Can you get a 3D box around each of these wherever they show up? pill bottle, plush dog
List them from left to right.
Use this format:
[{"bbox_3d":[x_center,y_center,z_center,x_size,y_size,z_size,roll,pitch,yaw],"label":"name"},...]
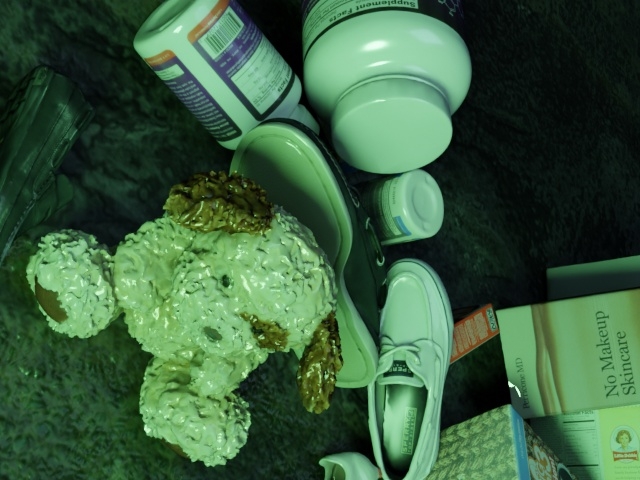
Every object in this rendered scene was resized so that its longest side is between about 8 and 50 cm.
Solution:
[{"bbox_3d":[-0.082,0.045,0.845,0.262,0.225,0.210,56,46,-22],"label":"plush dog"},{"bbox_3d":[-0.088,-0.161,0.982,0.193,0.108,0.108,49,48,-28],"label":"pill bottle"},{"bbox_3d":[0.063,-0.031,1.091,0.078,0.137,0.078,14,71,-46],"label":"pill bottle"},{"bbox_3d":[0.069,-0.239,1.074,0.181,0.181,0.323,29,46,-40],"label":"pill bottle"}]

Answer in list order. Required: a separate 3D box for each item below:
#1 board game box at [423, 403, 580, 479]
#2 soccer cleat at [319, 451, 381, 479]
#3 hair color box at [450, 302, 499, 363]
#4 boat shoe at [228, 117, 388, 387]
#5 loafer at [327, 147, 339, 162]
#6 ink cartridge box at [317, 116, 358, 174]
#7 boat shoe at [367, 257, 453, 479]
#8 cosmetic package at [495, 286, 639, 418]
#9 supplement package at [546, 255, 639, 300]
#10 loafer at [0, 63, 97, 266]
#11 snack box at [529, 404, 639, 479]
[{"bbox_3d":[0.242,0.379,1.126,0.291,0.141,0.232,46,30,-30],"label":"board game box"},{"bbox_3d":[0.028,0.322,1.019,0.076,0.068,0.196,16,61,-39],"label":"soccer cleat"},{"bbox_3d":[0.154,0.121,1.201,0.141,0.072,0.043,-20,95,-49],"label":"hair color box"},{"bbox_3d":[0.004,0.000,0.990,0.340,0.127,0.113,67,33,-35],"label":"boat shoe"},{"bbox_3d":[-0.040,-0.054,1.040,0.062,0.061,0.170,57,46,-22],"label":"loafer"},{"bbox_3d":[0.033,-0.128,1.165,0.048,0.028,0.083,-42,110,-45],"label":"ink cartridge box"},{"bbox_3d":[0.100,0.147,1.087,0.084,0.095,0.258,10,77,-73],"label":"boat shoe"},{"bbox_3d":[0.388,0.139,1.267,0.129,0.296,0.153,20,60,-78],"label":"cosmetic package"},{"bbox_3d":[0.499,0.145,1.493,0.293,0.175,0.177,18,69,-44],"label":"supplement package"},{"bbox_3d":[-0.243,-0.047,0.804,0.078,0.076,0.223,32,54,-29],"label":"loafer"},{"bbox_3d":[0.434,0.305,1.269,0.060,0.322,0.187,10,73,-46],"label":"snack box"}]
